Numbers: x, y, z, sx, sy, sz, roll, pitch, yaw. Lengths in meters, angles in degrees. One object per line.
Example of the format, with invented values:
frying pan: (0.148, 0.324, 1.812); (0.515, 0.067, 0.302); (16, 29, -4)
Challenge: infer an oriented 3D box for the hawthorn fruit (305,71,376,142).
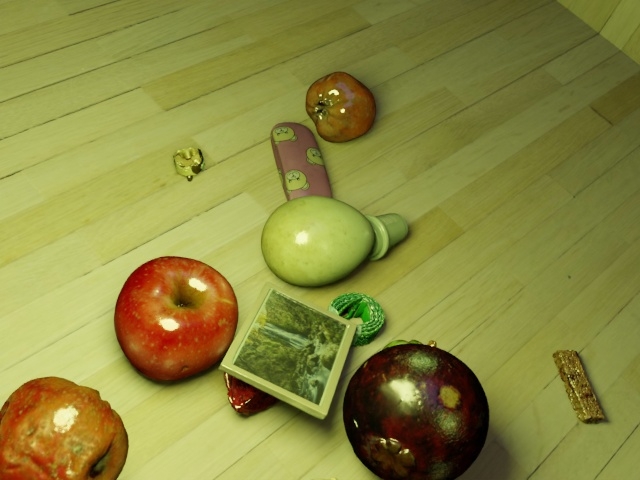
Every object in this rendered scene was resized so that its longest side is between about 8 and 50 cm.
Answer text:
hawthorn fruit: (0.077, -0.380, 2.383); (0.199, 0.199, 0.251); (49, 33, 20)

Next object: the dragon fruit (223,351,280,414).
dragon fruit: (-0.145, 0.302, 1.799); (0.120, 0.127, 0.161); (30, 66, 34)

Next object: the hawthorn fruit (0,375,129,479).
hawthorn fruit: (-0.482, 0.376, 1.497); (0.261, 0.258, 0.258); (-27, 65, -19)

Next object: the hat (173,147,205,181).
hat: (-0.336, -0.196, 2.145); (0.076, 0.059, 0.077); (-11, 50, -9)

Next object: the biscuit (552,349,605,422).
biscuit: (0.640, 0.360, 2.079); (0.064, 0.034, 0.199); (2, 51, -20)

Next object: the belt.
belt: (0.079, 0.182, 1.978); (0.151, 0.079, 0.121); (-7, 56, -25)

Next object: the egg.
egg: (0.000, 0.000, 2.005); (0.295, 0.218, 0.218); (-5, 54, -27)

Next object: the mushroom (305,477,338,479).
mushroom: (-0.051, 0.515, 1.681); (0.202, 0.054, 0.059); (-1, 47, -15)

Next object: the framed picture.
framed picture: (-0.058, 0.225, 1.788); (0.240, 0.020, 0.324); (26, 33, 1)

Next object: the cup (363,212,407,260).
cup: (0.154, -0.021, 2.158); (0.120, 0.120, 0.141); (46, 42, 18)

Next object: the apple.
apple: (-0.303, 0.168, 1.751); (0.260, 0.216, 0.260); (12, 50, -14)

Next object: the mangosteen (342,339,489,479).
mangosteen: (0.210, 0.342, 1.750); (0.306, 0.306, 0.359); (33, 41, 7)

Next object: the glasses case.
glasses case: (-0.052, -0.197, 2.241); (0.123, 0.076, 0.316); (-1, 53, -22)
